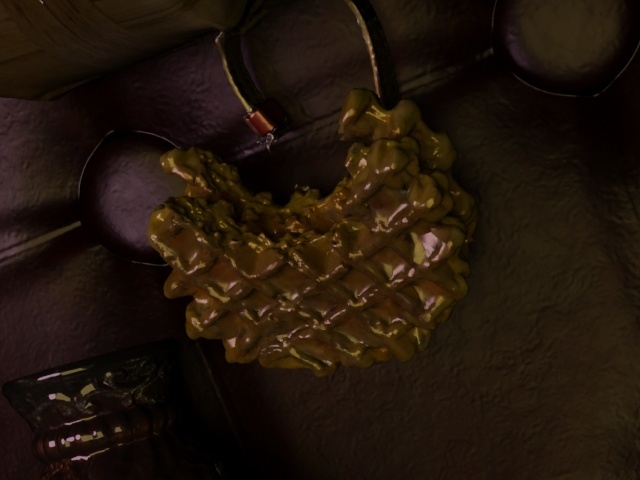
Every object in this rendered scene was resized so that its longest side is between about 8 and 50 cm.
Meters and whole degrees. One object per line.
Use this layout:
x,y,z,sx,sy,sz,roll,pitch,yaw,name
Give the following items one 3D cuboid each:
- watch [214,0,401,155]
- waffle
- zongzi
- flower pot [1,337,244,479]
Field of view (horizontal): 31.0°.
-0.009,-0.165,1.182,0.164,0.102,0.268,-10,107,22,watch
0.000,0.000,1.141,0.324,0.151,0.261,-14,119,29,waffle
-0.211,-0.371,1.192,0.500,0.467,0.218,-10,141,43,zongzi
-0.212,0.254,1.226,0.266,0.266,0.267,-18,86,16,flower pot
